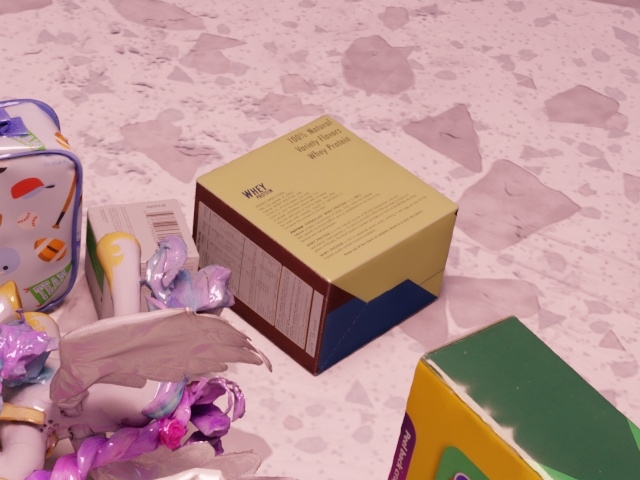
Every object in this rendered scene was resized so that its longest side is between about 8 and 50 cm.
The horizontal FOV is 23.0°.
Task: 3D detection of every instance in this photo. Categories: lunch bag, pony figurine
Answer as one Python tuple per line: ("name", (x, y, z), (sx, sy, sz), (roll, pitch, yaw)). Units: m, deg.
("lunch bag", (-0.377, -0.024, 1.546), (0.303, 0.243, 0.115), (-12, 44, -23))
("pony figurine", (-0.181, 0.142, 1.397), (0.351, 0.303, 0.363), (-9, 33, 10))

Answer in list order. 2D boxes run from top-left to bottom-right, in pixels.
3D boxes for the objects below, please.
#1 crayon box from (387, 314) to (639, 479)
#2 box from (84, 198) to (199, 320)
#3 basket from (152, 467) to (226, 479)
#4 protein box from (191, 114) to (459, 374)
("crayon box", (0.175, 0.294, 1.177), (0.106, 0.363, 0.313), (-21, 48, -32))
("box", (-0.189, 0.023, 1.648), (0.102, 0.087, 0.101), (-7, 42, -18))
("basket", (-0.174, 0.380, 1.030), (0.331, 0.266, 0.328), (-14, 62, -26))
("protein box", (0.000, 0.000, 1.675), (0.201, 0.136, 0.200), (37, 47, 29))
